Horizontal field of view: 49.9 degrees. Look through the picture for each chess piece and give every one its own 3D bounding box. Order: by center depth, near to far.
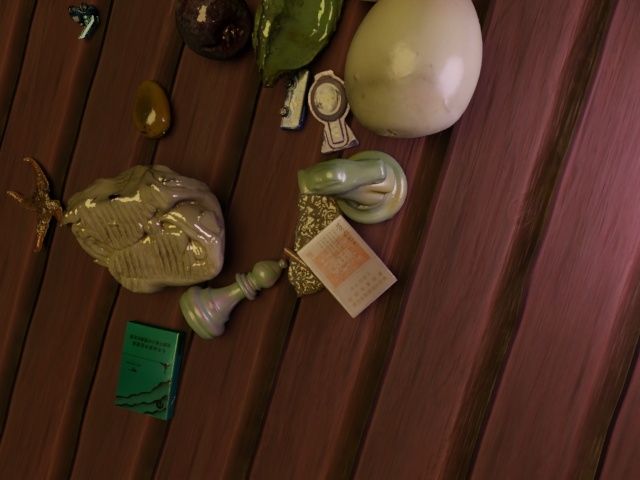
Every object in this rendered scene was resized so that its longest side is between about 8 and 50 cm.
[{"bbox_3d":[0.077,-0.127,1.483,0.175,0.298,0.176,-1,88,21],"label":"chess piece"},{"bbox_3d":[-0.196,0.123,1.674,0.271,0.139,0.139,-31,79,4],"label":"chess piece"}]

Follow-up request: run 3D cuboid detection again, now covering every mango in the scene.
[{"bbox_3d":[-0.440,-0.343,1.781,0.103,0.076,0.161,-17,75,24],"label":"mango"}]

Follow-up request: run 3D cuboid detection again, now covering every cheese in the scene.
[{"bbox_3d":[0.028,-0.308,1.635,0.105,0.042,0.191,-14,93,16],"label":"cheese"}]

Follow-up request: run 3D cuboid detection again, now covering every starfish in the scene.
[{"bbox_3d":[-0.789,-0.104,1.911,0.138,0.050,0.248,-36,71,15],"label":"starfish"}]

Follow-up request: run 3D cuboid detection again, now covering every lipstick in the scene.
[{"bbox_3d":[-0.048,0.047,1.627,0.094,0.019,0.019,37,100,14],"label":"lipstick"}]

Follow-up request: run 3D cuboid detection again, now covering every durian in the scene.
[{"bbox_3d":[-0.049,-0.530,1.580,0.163,0.198,0.395,22,87,11],"label":"durian"}]

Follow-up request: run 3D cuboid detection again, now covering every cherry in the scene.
[{"bbox_3d":[-0.264,-0.532,1.666,0.195,0.195,0.195,0,89,19],"label":"cherry"}]

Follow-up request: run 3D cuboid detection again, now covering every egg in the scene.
[{"bbox_3d":[0.200,-0.385,1.452,0.282,0.283,0.345,18,93,18],"label":"egg"}]

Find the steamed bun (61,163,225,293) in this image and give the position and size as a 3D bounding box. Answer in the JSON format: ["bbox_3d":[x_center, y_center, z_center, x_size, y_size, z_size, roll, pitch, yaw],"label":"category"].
[{"bbox_3d":[-0.406,-0.060,1.680,0.393,0.238,0.347,24,122,-11],"label":"steamed bun"}]

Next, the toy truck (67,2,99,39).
[{"bbox_3d":[-0.640,-0.594,1.867,0.073,0.056,0.090,-6,99,13],"label":"toy truck"}]

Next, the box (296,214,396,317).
[{"bbox_3d":[0.060,0.059,1.576,0.141,0.058,0.201,-40,87,0],"label":"box"}]

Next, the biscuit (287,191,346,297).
[{"bbox_3d":[0.001,0.000,1.641,0.141,0.038,0.290,10,94,19],"label":"biscuit"}]

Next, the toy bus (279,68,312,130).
[{"bbox_3d":[-0.059,-0.340,1.663,0.061,0.051,0.153,11,92,13],"label":"toy bus"}]

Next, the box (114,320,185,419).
[{"bbox_3d":[-0.444,0.334,1.784,0.160,0.042,0.227,9,92,20],"label":"box"}]
